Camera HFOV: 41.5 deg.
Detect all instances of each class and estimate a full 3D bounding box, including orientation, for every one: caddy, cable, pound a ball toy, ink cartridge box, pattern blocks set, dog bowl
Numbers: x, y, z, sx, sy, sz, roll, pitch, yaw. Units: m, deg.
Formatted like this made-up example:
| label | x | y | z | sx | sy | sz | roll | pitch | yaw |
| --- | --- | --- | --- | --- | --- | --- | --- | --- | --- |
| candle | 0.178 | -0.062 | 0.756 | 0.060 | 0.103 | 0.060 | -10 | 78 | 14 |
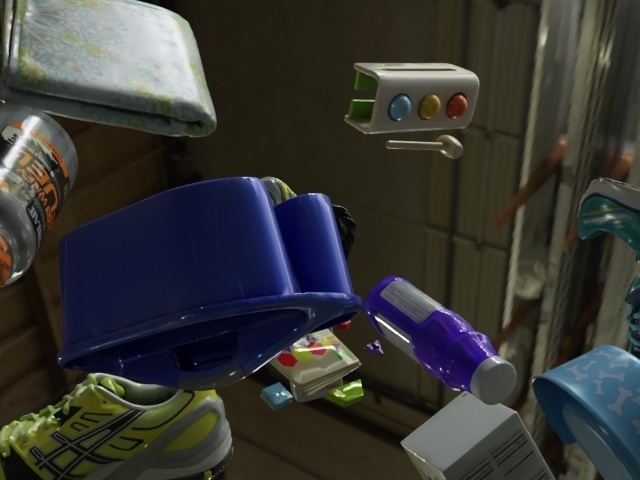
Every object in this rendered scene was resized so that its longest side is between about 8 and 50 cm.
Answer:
| label | x | y | z | sx | sy | sz | roll | pitch | yaw |
| --- | --- | --- | --- | --- | --- | --- | --- | --- | --- |
| caddy | -0.122 | 0.066 | 0.883 | 0.241 | 0.341 | 0.179 | 8 | -112 | -54 |
| cable | 0.000 | 0.000 | 1.904 | 0.047 | 0.150 | 0.185 | -104 | 24 | -68 |
| pound a ball toy | 0.212 | -0.261 | 1.797 | 0.319 | 0.135 | 0.208 | -7 | -61 | -34 |
| ink cartridge box | -0.024 | 0.313 | 2.182 | 0.127 | 0.072 | 0.175 | -13 | -81 | -14 |
| pattern blocks set | -0.018 | 0.239 | 1.743 | 0.324 | 0.285 | 0.026 | -8 | -50 | -33 |
| dog bowl | 0.312 | 0.221 | 0.760 | 0.074 | 0.297 | 0.166 | -36 | 1 | -7 |

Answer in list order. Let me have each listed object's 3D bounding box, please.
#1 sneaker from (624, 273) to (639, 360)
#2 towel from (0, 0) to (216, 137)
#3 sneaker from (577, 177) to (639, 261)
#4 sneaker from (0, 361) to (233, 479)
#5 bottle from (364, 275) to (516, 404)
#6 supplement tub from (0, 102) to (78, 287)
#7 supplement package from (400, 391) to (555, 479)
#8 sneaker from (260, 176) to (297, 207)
| label | x | y | z | sx | sy | sz | roll | pitch | yaw |
| --- | --- | --- | --- | --- | --- | --- | --- | --- | --- |
| sneaker | 0.359 | 0.096 | 0.879 | 0.283 | 0.122 | 0.110 | -62 | -2 | 20 |
| towel | -0.386 | -0.323 | 1.499 | 0.374 | 0.321 | 0.090 | 7 | -45 | -26 |
| sneaker | 0.527 | -0.007 | 1.283 | 0.107 | 0.275 | 0.110 | 8 | -78 | -61 |
| sneaker | -0.309 | 0.244 | 1.066 | 0.384 | 0.145 | 0.147 | -9 | -78 | -16 |
| bottle | 0.177 | 0.150 | 1.267 | 0.092 | 0.283 | 0.118 | -44 | -56 | -8 |
| supplement tub | -0.492 | -0.057 | 1.254 | 0.316 | 0.193 | 0.194 | -87 | -5 | -55 |
| supplement package | 0.341 | 0.487 | 1.749 | 0.198 | 0.199 | 0.263 | -35 | -75 | -13 |
| sneaker | -0.091 | -0.026 | 1.633 | 0.126 | 0.240 | 0.091 | -5 | -35 | -44 |
